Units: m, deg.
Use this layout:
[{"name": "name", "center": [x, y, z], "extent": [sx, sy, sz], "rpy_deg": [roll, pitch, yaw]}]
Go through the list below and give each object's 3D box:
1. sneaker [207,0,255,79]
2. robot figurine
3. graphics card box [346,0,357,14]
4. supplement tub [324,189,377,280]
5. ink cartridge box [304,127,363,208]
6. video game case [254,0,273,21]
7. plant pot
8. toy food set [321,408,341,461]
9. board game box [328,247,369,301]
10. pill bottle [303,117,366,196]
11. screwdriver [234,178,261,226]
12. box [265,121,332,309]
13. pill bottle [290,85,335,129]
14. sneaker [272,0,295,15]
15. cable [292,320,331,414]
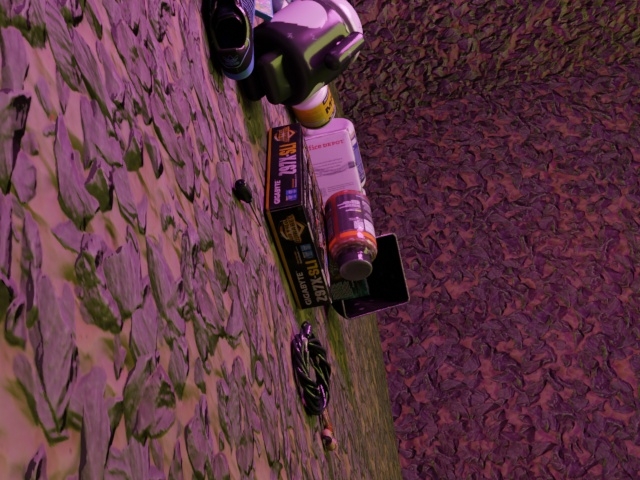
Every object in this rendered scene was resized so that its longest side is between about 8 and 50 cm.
[{"name": "sneaker", "center": [-0.150, -0.391, 1.290], "extent": [0.090, 0.081, 0.232], "rpy_deg": [79, 2, -76]}, {"name": "robot figurine", "center": [-0.039, -0.377, 1.508], "extent": [0.209, 0.278, 0.173], "rpy_deg": [43, -32, 7]}, {"name": "graphics card box", "center": [-0.039, -0.694, 2.071], "extent": [0.094, 0.233, 0.371], "rpy_deg": [-86, 163, -51]}, {"name": "supplement tub", "center": [0.066, -0.009, 1.667], "extent": [0.106, 0.106, 0.198], "rpy_deg": [70, 11, -47]}, {"name": "ink cartridge box", "center": [0.023, -0.180, 2.022], "extent": [0.087, 0.153, 0.208], "rpy_deg": [-79, 157, -74]}, {"name": "video game case", "center": [-0.147, -0.489, 1.440], "extent": [0.119, 0.015, 0.166], "rpy_deg": [17, 48, -29]}, {"name": "plant pot", "center": [0.100, 0.092, 2.020], "extent": [0.167, 0.188, 0.187], "rpy_deg": [175, -98, -70]}, {"name": "toy food set", "center": [0.013, 0.385, 1.554], "extent": [0.078, 0.019, 0.122], "rpy_deg": [68, 5, -57]}, {"name": "board game box", "center": [0.038, 0.061, 1.843], "extent": [0.026, 0.126, 0.186], "rpy_deg": [-88, 165, -61]}, {"name": "pill bottle", "center": [0.052, -0.220, 2.315], "extent": [0.153, 0.153, 0.264], "rpy_deg": [-90, 166, -59]}, {"name": "screwdriver", "center": [-0.117, -0.060, 1.276], "extent": [0.025, 0.024, 0.170], "rpy_deg": [50, -9, 17]}, {"name": "box", "center": [-0.044, -0.058, 1.602], "extent": [0.322, 0.079, 0.257], "rpy_deg": [-93, 171, -52]}, {"name": "pill bottle", "center": [-0.032, -0.391, 2.082], "extent": [0.208, 0.119, 0.119], "rpy_deg": [53, 26, -73]}, {"name": "sneaker", "center": [-0.071, -0.602, 1.997], "extent": [0.350, 0.148, 0.131], "rpy_deg": [68, 12, -52]}, {"name": "cable", "center": [-0.011, 0.254, 1.456], "extent": [0.150, 0.047, 0.184], "rpy_deg": [-87, 164, -63]}]
